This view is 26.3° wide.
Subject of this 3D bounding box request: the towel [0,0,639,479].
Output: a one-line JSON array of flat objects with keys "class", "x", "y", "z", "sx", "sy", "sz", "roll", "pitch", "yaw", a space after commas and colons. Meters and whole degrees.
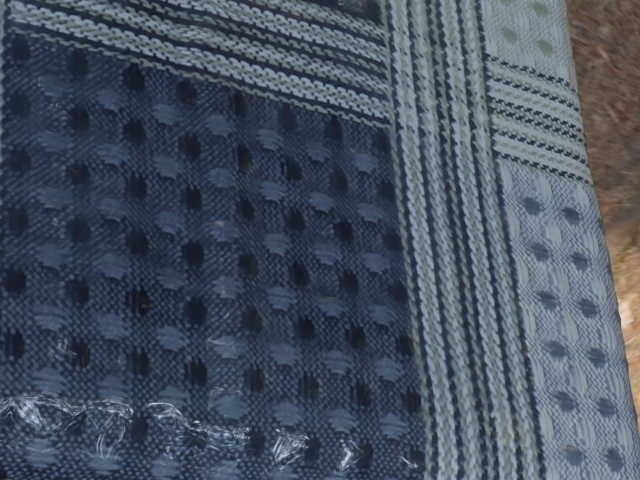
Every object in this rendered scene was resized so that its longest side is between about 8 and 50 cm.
[{"class": "towel", "x": -0.040, "y": -0.068, "z": 0.439, "sx": 0.056, "sy": 0.312, "sz": 0.324, "roll": -38, "pitch": 47, "yaw": 50}]
